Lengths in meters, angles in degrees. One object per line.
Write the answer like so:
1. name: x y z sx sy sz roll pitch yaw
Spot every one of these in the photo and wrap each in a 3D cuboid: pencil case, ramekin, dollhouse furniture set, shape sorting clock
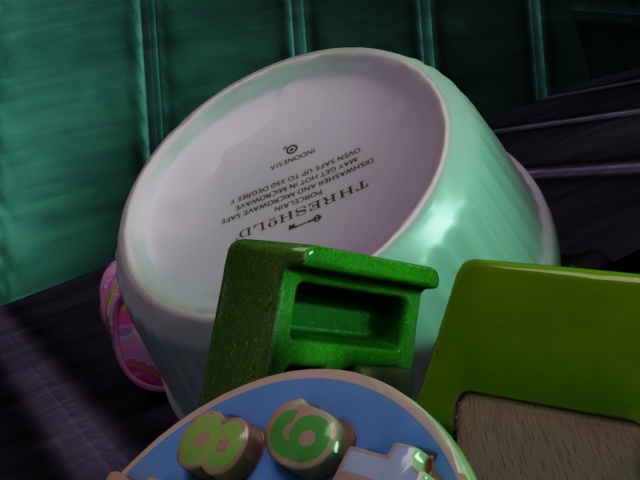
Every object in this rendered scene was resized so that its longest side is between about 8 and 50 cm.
1. pencil case: -0.151 0.065 1.159 0.124 0.124 0.284 -19 6 -10
2. ramekin: 0.000 0.000 0.731 0.272 0.127 0.273 -17 44 16
3. dollhouse furniture set: 0.118 0.097 0.491 0.197 0.151 0.301 5 -4 40
4. shape sorting clock: -0.037 0.127 0.344 0.206 0.040 0.206 -27 41 25

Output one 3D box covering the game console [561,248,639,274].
1. game console: 0.194 0.032 0.895 0.213 0.044 0.361 -21 8 -34
